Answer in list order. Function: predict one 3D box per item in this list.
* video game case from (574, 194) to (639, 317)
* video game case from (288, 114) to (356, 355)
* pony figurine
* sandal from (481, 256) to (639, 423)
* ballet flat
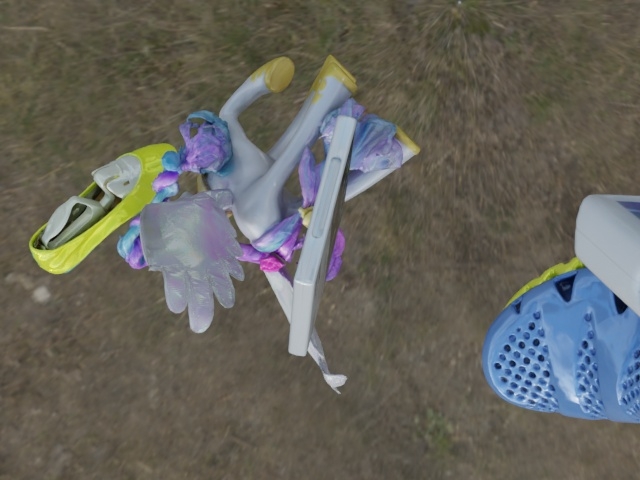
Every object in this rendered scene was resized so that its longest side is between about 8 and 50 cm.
[{"bbox_3d":[0.183,0.029,0.273,0.201,0.183,0.023,2,108,-9],"label":"video game case"},{"bbox_3d":[0.000,0.000,1.157,0.022,0.190,0.173,13,65,3],"label":"video game case"},{"bbox_3d":[-0.067,-0.032,1.400,0.363,0.351,0.303,-45,132,8],"label":"pony figurine"},{"bbox_3d":[0.251,0.082,0.827,0.317,0.138,0.126,-8,118,34],"label":"sandal"},{"bbox_3d":[-0.281,-0.049,1.550,0.231,0.077,0.077,-43,54,0],"label":"ballet flat"}]
